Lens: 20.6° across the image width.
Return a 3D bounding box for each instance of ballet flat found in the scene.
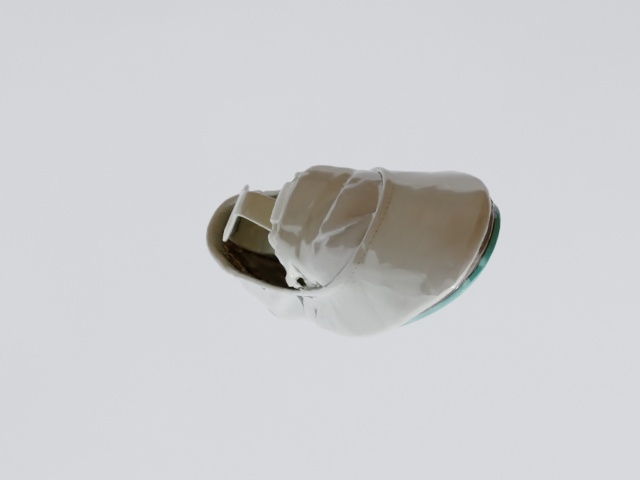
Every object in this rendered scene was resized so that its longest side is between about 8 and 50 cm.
[{"bbox_3d":[0.000,0.000,1.403,0.139,0.400,0.139,1,-94,-21],"label":"ballet flat"}]
